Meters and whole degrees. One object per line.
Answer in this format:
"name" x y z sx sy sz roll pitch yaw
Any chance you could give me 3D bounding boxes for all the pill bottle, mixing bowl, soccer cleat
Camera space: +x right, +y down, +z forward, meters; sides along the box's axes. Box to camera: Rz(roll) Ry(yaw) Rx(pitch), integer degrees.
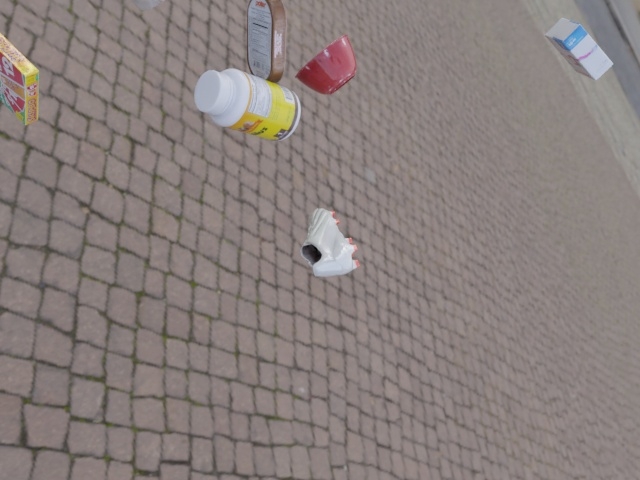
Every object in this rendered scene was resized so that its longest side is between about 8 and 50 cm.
"pill bottle" -0.150 -0.280 1.473 0.214 0.117 0.117 9 61 -48
"mixing bowl" 0.031 -0.457 1.928 0.098 0.181 0.181 51 32 -5
"soccer cleat" 0.000 0.000 1.135 0.196 0.076 0.068 -124 -157 -64

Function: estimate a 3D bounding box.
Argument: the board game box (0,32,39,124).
"board game box" -0.599 -0.336 1.289 0.259 0.124 0.039 45 52 13

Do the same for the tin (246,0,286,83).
"tin" -0.114 -0.422 1.505 0.040 0.106 0.190 -20 126 -37

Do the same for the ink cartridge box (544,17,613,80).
"ink cartridge box" 0.541 -0.400 1.503 0.122 0.052 0.088 38 15 -22

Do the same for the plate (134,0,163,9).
"plate" -0.264 -0.551 1.336 0.045 0.278 0.277 33 6 -11
